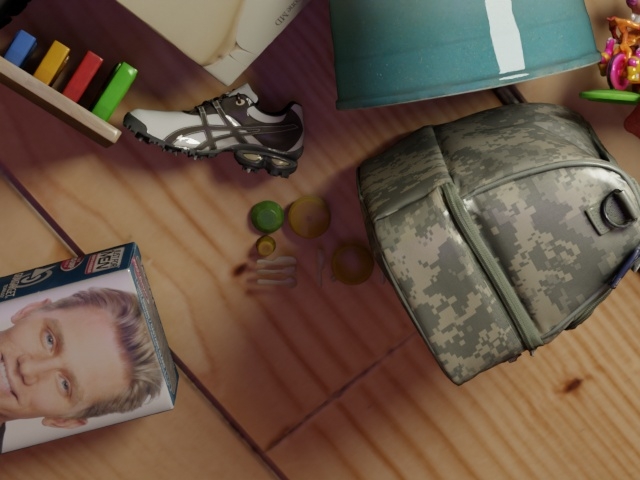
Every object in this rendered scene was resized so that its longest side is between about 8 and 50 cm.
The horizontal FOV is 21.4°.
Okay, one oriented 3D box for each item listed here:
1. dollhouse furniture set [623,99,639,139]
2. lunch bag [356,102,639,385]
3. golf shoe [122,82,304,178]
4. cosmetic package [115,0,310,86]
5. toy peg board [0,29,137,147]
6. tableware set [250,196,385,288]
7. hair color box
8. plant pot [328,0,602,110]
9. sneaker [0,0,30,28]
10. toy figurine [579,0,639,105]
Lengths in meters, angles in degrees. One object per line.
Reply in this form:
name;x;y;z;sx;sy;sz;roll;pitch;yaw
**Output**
dollhouse furniture set;0.399;-0.244;1.673;0.201;0.152;0.374;5;82;-24
lunch bag;0.194;-0.021;1.743;0.256;0.305;0.212;-30;105;8
golf shoe;-0.112;-0.130;1.829;0.198;0.077;0.094;11;101;-15
cosmetic package;-0.158;-0.307;1.681;0.160;0.113;0.309;-47;131;10
toy peg board;-0.268;-0.173;1.773;0.161;0.161;0.079;32;85;-9
tableware set;0.000;0.000;1.892;0.154;0.024;0.104;-1;103;0
hair color box;-0.348;0.136;1.879;0.347;0.105;0.174;-15;106;2
plant pot;0.124;-0.280;1.700;0.272;0.271;0.255;-11;97;2
sneaker;-0.327;-0.330;1.757;0.136;0.116;0.314;43;94;-2
toy figurine;0.339;-0.222;1.779;0.130;0.173;0.159;8;95;41
